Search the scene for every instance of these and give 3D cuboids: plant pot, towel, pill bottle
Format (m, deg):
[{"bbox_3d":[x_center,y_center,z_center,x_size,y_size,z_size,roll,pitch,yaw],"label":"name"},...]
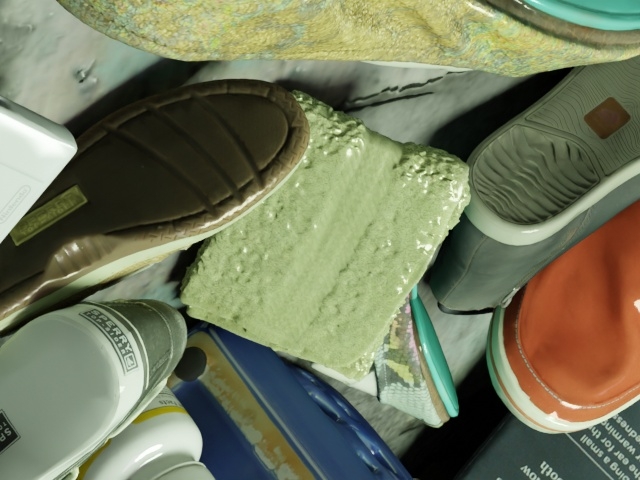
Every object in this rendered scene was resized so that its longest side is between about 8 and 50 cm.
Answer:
[{"bbox_3d":[-0.047,0.194,0.977,0.236,0.236,0.212,-38,146,-3],"label":"plant pot"},{"bbox_3d":[0.000,0.000,0.905,0.027,0.110,0.148,-78,-167,-54],"label":"towel"},{"bbox_3d":[-0.097,0.092,0.882,0.065,0.116,0.065,-29,149,-19],"label":"pill bottle"}]

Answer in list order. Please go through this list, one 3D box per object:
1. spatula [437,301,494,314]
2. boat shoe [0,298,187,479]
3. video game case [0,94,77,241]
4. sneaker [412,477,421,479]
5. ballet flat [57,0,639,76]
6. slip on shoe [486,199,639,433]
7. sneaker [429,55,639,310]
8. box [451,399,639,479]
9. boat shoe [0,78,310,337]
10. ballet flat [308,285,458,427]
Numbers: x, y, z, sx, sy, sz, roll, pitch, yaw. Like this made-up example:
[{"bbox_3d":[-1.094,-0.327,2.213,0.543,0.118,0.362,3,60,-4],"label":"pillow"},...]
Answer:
[{"bbox_3d":[0.154,0.041,1.204,0.084,0.030,0.296,-50,151,21],"label":"spatula"},{"bbox_3d":[-0.146,0.094,0.836,0.219,0.078,0.070,-32,175,31],"label":"boat shoe"},{"bbox_3d":[-0.192,-0.006,0.704,0.157,0.019,0.143,-48,139,14],"label":"video game case"},{"bbox_3d":[-0.040,0.260,1.238,0.124,0.107,0.283,14,119,-38],"label":"sneaker"},{"bbox_3d":[0.023,-0.118,0.757,0.348,0.123,0.123,-1,133,-50],"label":"ballet flat"},{"bbox_3d":[0.227,-0.017,1.096,0.331,0.123,0.101,-41,177,-13],"label":"slip on shoe"},{"bbox_3d":[0.153,-0.045,1.051,0.222,0.083,0.118,-28,163,-25],"label":"sneaker"},{"bbox_3d":[0.206,0.244,1.323,0.395,0.212,0.293,-54,159,25],"label":"box"},{"bbox_3d":[-0.092,-0.011,0.811,0.190,0.068,0.072,-25,164,-4],"label":"boat shoe"},{"bbox_3d":[0.024,0.036,1.011,0.079,0.077,0.221,-16,143,1],"label":"ballet flat"}]
